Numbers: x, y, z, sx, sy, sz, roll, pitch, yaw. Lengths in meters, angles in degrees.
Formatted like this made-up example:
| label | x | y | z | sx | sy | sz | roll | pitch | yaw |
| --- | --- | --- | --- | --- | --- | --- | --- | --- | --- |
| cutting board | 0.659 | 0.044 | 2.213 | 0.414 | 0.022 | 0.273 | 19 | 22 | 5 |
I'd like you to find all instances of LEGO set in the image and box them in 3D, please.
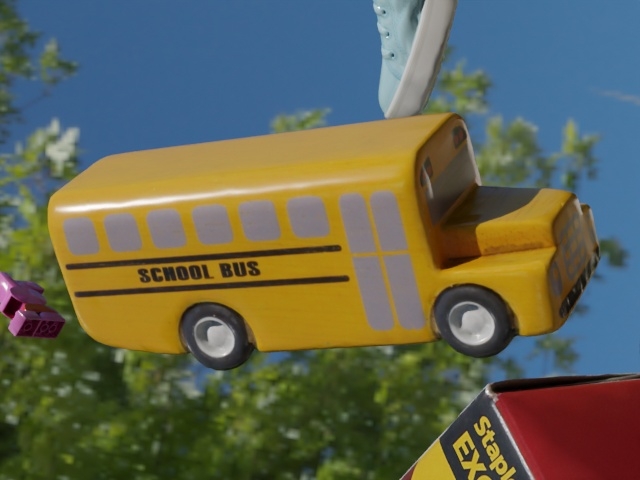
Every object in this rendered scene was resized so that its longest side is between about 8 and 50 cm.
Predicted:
| label | x | y | z | sx | sy | sz | roll | pitch | yaw |
| --- | --- | --- | --- | --- | --- | --- | --- | --- | --- |
| LEGO set | -0.188 | 0.026 | 1.418 | 0.227 | 0.093 | 0.087 | 8 | -61 | -54 |

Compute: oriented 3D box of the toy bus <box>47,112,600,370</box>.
| label | x | y | z | sx | sy | sz | roll | pitch | yaw |
| --- | --- | --- | --- | --- | --- | --- | --- | --- | --- |
| toy bus | 0.000 | 0.000 | 1.037 | 0.108 | 0.333 | 0.130 | -44 | -56 | -56 |

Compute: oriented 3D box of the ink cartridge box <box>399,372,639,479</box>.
| label | x | y | z | sx | sy | sz | roll | pitch | yaw |
| --- | --- | --- | --- | --- | --- | --- | --- | --- | --- |
| ink cartridge box | 0.142 | 0.214 | 0.649 | 0.130 | 0.272 | 0.309 | -2 | -128 | -36 |

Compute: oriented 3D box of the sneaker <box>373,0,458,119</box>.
| label | x | y | z | sx | sy | sz | roll | pitch | yaw |
| --- | --- | --- | --- | --- | --- | --- | --- | --- | --- |
| sneaker | 0.087 | -0.310 | 1.811 | 0.135 | 0.150 | 0.365 | -66 | -12 | -68 |
